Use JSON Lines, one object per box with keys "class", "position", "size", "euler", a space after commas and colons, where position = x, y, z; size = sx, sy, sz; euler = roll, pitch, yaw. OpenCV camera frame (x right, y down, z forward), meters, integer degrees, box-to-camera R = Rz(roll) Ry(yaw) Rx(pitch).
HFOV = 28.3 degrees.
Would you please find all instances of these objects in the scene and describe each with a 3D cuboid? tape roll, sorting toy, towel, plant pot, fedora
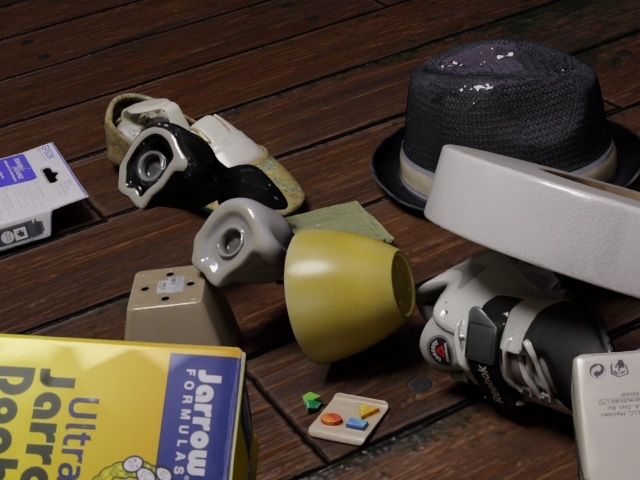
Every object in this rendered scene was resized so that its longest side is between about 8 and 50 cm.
{"class": "tape roll", "position": [0.288, -0.003, 1.144], "size": [0.392, 0.072, 0.392], "euler": [15, 7, -2]}
{"class": "sorting toy", "position": [0.014, 0.161, 1.175], "size": [0.083, 0.012, 0.062], "euler": [7, 33, 26]}
{"class": "towel", "position": [0.000, 0.000, 1.451], "size": [0.148, 0.027, 0.110], "euler": [-16, 31, -15]}
{"class": "plant pot", "position": [-0.144, 0.085, 1.267], "size": [0.109, 0.096, 0.109], "euler": [-7, 29, 4]}
{"class": "fedora", "position": [0.220, -0.148, 1.527], "size": [0.334, 0.152, 0.334], "euler": [-7, 29, 4]}
{"class": "plant pot", "position": [0.036, 0.048, 1.228], "size": [0.095, 0.134, 0.134], "euler": [-10, 27, 23]}

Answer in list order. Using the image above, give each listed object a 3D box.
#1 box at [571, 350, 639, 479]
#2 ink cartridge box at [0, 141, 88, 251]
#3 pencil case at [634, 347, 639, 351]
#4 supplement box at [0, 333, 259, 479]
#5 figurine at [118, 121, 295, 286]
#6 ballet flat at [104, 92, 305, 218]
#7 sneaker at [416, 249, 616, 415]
{"class": "box", "position": [0.216, 0.213, 0.799], "size": [0.094, 0.113, 0.275], "euler": [-4, 60, 9]}
{"class": "ink cartridge box", "position": [-0.416, -0.047, 1.629], "size": [0.208, 0.045, 0.206], "euler": [-19, 30, -16]}
{"class": "pencil case", "position": [0.386, 0.190, 0.872], "size": [0.160, 0.167, 0.386], "euler": [-11, 26, -39]}
{"class": "supplement box", "position": [-0.231, 0.187, 0.890], "size": [0.357, 0.194, 0.195], "euler": [3, 62, 2]}
{"class": "figurine", "position": [-0.072, -0.025, 1.338], "size": [0.215, 0.092, 0.209], "euler": [43, 17, 29]}
{"class": "ballet flat", "position": [-0.161, -0.115, 1.611], "size": [0.123, 0.123, 0.349], "euler": [-30, 36, -33]}
{"class": "sneaker", "position": [0.172, 0.101, 1.141], "size": [0.146, 0.122, 0.330], "euler": [-18, 18, -5]}
